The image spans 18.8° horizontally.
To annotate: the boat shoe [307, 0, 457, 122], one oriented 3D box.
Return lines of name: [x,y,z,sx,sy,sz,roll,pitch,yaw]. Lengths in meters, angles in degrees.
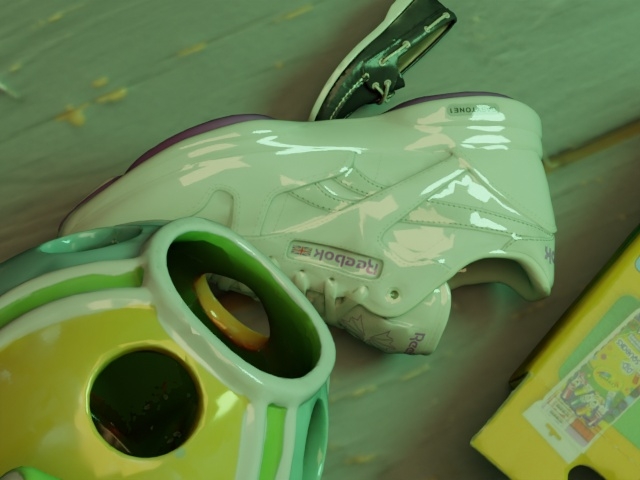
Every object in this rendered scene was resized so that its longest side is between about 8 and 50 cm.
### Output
boat shoe: [0.039,-0.109,1.217,0.038,0.046,0.125,37,65,7]

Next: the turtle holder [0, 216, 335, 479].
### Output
turtle holder: [-0.126,0.106,0.983,0.227,0.320,0.243,-46,65,20]

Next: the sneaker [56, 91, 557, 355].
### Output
sneaker: [0.000,0.000,1.144,0.305,0.114,0.152,-9,76,-10]

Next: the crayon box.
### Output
crayon box: [0.262,0.066,1.166,0.203,0.083,0.323,41,82,3]
